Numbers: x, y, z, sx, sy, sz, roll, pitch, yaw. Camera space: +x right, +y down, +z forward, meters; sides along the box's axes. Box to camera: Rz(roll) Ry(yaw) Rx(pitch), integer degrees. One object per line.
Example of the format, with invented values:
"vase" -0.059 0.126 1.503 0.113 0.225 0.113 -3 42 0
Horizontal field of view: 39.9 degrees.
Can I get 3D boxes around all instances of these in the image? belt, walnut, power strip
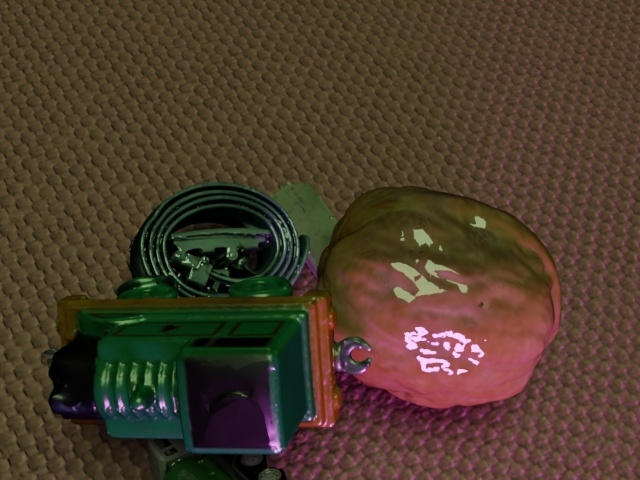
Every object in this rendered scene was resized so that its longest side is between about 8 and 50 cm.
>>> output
"belt" -0.140 0.020 1.277 0.267 0.116 0.206 -15 79 -28
"walnut" 0.164 0.078 1.208 0.344 0.306 0.306 16 59 -1
"power strip" 0.000 0.000 1.381 0.080 0.029 0.227 -25 65 -22

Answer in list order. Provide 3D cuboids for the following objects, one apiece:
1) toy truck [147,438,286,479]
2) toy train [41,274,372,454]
"toy truck" -0.126 0.311 1.079 0.125 0.101 0.242 -21 29 -28
"toy train" -0.156 0.156 1.060 0.429 0.249 0.178 -2 102 10
